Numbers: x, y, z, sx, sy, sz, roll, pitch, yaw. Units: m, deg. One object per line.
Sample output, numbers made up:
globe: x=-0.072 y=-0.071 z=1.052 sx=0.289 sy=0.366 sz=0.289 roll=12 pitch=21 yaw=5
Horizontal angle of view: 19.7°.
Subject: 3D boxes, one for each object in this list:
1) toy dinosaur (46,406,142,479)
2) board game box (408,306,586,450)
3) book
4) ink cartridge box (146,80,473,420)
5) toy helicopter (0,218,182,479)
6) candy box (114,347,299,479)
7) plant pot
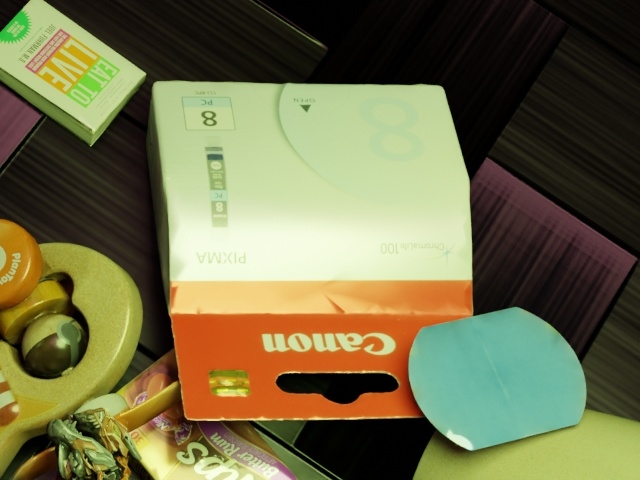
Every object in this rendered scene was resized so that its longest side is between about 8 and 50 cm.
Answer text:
toy dinosaur: x=-0.206 y=0.316 z=1.595 sx=0.218 sy=0.164 sz=0.322 roll=-9 pitch=74 yaw=-43
board game box: x=0.160 y=0.134 z=1.712 sx=0.168 sy=0.033 sz=0.133 roll=-11 pitch=58 yaw=-20
book: x=-0.266 y=-0.178 z=1.909 sx=0.144 sy=0.035 sz=0.096 roll=35 pitch=62 yaw=4
ink cartridge box: x=0.000 y=0.000 z=1.791 sx=0.308 sy=0.091 sz=0.385 roll=0 pitch=45 yaw=-13
toy helicopter: x=-0.282 y=0.171 z=1.708 sx=0.235 sy=0.140 sz=0.355 roll=27 pitch=81 yaw=17
candy box: x=-0.118 y=0.206 z=1.776 sx=0.109 sy=0.053 sz=0.187 roll=-37 pitch=79 yaw=-20
plant pot: x=0.231 y=0.260 z=1.747 sx=0.274 sy=0.256 sz=0.256 roll=27 pitch=65 yaw=17
